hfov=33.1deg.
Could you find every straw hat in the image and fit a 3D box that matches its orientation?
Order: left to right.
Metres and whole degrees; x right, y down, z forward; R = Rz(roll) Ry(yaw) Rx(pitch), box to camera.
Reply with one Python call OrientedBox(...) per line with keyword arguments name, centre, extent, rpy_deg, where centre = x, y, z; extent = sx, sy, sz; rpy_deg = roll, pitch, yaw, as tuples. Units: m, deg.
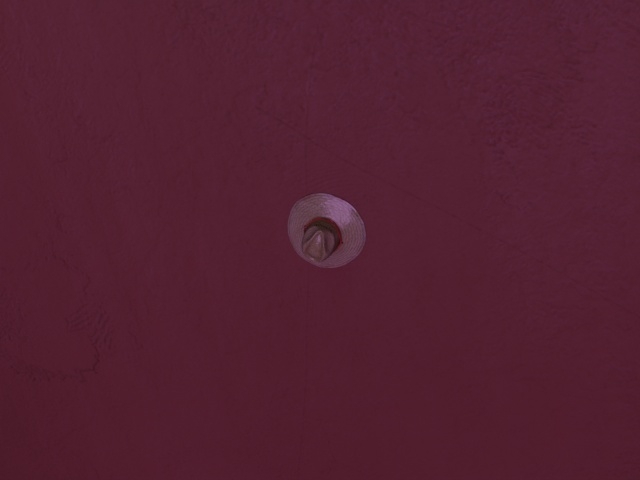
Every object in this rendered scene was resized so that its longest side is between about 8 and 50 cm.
OrientedBox(name="straw hat", centre=(0.000, 0.000, 1.754), extent=(0.145, 0.061, 0.144), rpy_deg=(10, 123, 16))
